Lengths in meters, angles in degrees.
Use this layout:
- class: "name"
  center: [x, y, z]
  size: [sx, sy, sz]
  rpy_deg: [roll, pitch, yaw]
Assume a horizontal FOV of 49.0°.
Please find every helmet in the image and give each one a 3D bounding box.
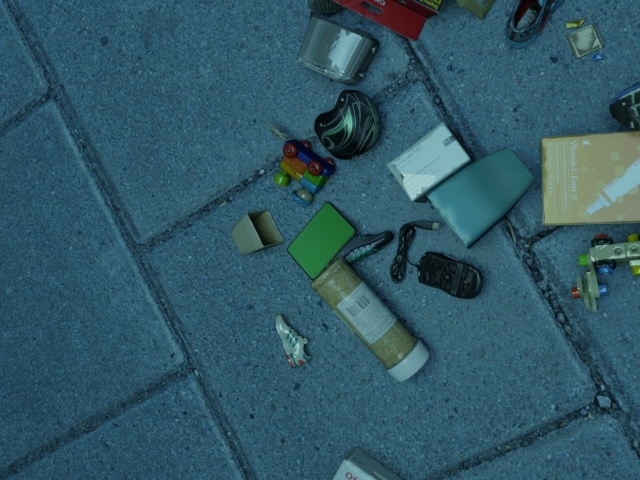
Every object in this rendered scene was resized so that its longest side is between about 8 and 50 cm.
- class: "helmet"
  center: [0.083, -0.313, 1.881]
  size: [0.161, 0.169, 0.169]
  rpy_deg: [-33, 81, 32]

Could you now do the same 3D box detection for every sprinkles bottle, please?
- class: "sprinkles bottle"
  center: [0.131, 0.208, 1.862]
  size: [0.121, 0.121, 0.355]
  rpy_deg: [-42, 91, 14]

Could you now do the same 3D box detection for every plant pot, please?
- class: "plant pot"
  center: [0.415, -0.116, 1.784]
  size: [0.234, 0.166, 0.165]
  rpy_deg: [-39, 80, 7]
- class: "plant pot"
  center: [-0.190, -0.015, 2.007]
  size: [0.096, 0.109, 0.109]
  rpy_deg: [-31, 82, 28]

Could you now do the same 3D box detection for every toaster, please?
- class: "toaster"
  center: [0.035, -0.519, 1.909]
  size: [0.227, 0.129, 0.146]
  rpy_deg: [26, 101, 14]

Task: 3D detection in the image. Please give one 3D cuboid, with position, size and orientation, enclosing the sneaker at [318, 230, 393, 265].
- class: "sneaker"
  center: [0.088, 0.009, 1.929]
  size: [0.224, 0.083, 0.098]
  rpy_deg: [-29, 78, 17]

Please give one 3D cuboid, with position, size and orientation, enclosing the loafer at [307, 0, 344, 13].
- class: "loafer"
  center: [0.071, -0.714, 1.923]
  size: [0.251, 0.094, 0.087]
  rpy_deg: [-31, 57, 7]

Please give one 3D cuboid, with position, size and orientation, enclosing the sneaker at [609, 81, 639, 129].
- class: "sneaker"
  center: [0.832, -0.366, 1.651]
  size: [0.330, 0.147, 0.129]
  rpy_deg: [-22, 122, 2]

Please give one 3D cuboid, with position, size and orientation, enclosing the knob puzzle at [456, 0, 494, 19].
- class: "knob puzzle"
  center: [0.395, -0.680, 1.773]
  size: [0.030, 0.213, 0.213]
  rpy_deg: [42, 105, 46]

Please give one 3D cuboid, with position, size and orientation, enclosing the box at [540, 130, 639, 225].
- class: "box"
  center: [0.708, -0.144, 1.679]
  size: [0.345, 0.168, 0.215]
  rpy_deg: [-2, 90, 17]

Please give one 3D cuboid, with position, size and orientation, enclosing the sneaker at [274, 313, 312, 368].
- class: "sneaker"
  center: [-0.075, 0.280, 2.006]
  size: [0.075, 0.057, 0.161]
  rpy_deg: [-21, 83, 0]

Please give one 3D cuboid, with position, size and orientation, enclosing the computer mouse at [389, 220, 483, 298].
- class: "computer mouse"
  center: [0.319, 0.045, 1.868]
  size: [0.262, 0.060, 0.184]
  rpy_deg: [12, 99, 29]

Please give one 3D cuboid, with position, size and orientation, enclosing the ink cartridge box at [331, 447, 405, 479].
- class: "ink cartridge box"
  center: [0.102, 0.762, 1.913]
  size: [0.226, 0.131, 0.306]
  rpy_deg: [32, 99, 15]

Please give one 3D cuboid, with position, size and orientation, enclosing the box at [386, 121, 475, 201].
- class: "box"
  center: [0.287, -0.195, 1.806]
  size: [0.181, 0.182, 0.119]
  rpy_deg: [-37, 81, 15]

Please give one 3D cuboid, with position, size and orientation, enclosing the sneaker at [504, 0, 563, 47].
- class: "sneaker"
  center: [0.551, -0.607, 1.742]
  size: [0.104, 0.125, 0.261]
  rpy_deg: [29, 100, 15]

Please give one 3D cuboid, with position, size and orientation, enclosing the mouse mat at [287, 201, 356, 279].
- class: "mouse mat"
  center: [0.000, 0.000, 1.956]
  size: [0.189, 0.007, 0.152]
  rpy_deg: [-50, 51, 10]

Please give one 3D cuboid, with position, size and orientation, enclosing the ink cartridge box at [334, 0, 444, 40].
- class: "ink cartridge box"
  center: [0.185, -0.703, 1.801]
  size: [0.310, 0.130, 0.271]
  rpy_deg: [23, 99, -8]

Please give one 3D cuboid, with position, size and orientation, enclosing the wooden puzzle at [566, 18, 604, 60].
- class: "wooden puzzle"
  center: [0.665, -0.503, 1.767]
  size: [0.079, 0.014, 0.116]
  rpy_deg: [-15, 86, 22]

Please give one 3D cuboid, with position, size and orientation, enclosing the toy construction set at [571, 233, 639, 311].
- class: "toy construction set"
  center: [0.745, 0.053, 1.665]
  size: [0.328, 0.215, 0.151]
  rpy_deg: [-23, 68, 22]

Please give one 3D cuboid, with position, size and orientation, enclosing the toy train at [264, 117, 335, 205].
- class: "toy train"
  center: [-0.092, -0.218, 1.978]
  size: [0.248, 0.105, 0.143]
  rpy_deg: [37, 115, 14]
